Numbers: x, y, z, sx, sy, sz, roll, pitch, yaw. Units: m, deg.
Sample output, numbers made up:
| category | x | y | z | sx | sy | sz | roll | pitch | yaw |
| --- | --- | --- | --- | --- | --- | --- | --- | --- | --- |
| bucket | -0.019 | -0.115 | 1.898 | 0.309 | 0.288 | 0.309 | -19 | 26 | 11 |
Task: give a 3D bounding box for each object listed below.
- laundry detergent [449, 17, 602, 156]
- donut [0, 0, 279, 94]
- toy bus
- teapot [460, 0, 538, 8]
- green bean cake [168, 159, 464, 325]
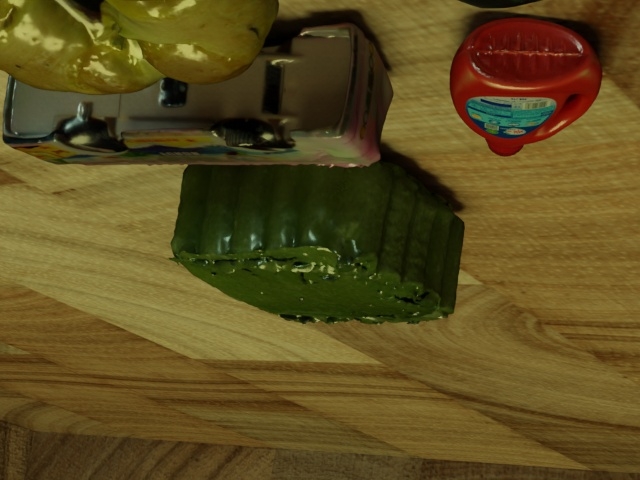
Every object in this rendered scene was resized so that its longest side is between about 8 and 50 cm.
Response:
| category | x | y | z | sx | sy | sz | roll | pitch | yaw |
| --- | --- | --- | --- | --- | --- | --- | --- | --- | --- |
| laundry detergent | 0.135 | -0.095 | 0.992 | 0.097 | 0.049 | 0.165 | 5 | 166 | 6 |
| donut | -0.132 | -0.170 | 0.756 | 0.208 | 0.128 | 0.261 | -2 | 160 | 32 |
| toy bus | -0.084 | -0.098 | 1.040 | 0.274 | 0.090 | 0.112 | 2 | 168 | 25 |
| teapot | 0.126 | -0.157 | 0.724 | 0.177 | 0.087 | 0.096 | -6 | 161 | 44 |
| green bean cake | 0.000 | 0.000 | 1.270 | 0.214 | 0.113 | 0.200 | -3 | 158 | 36 |
